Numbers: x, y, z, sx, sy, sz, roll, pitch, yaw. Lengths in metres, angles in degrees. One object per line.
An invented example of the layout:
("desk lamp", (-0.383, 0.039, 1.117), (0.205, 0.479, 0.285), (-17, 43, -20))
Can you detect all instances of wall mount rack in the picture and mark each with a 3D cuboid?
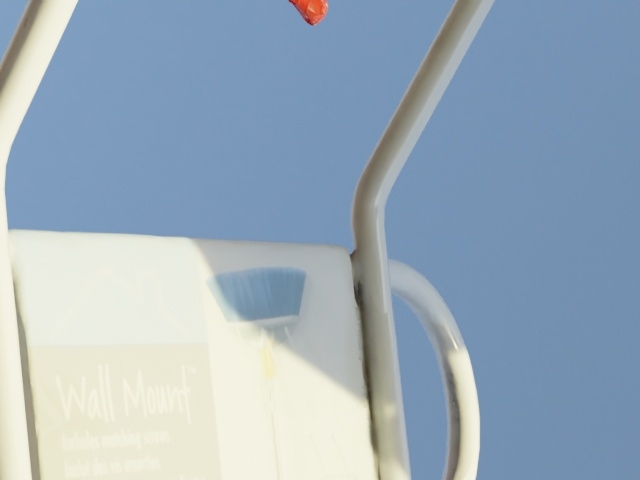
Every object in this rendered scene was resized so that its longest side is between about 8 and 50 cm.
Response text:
("wall mount rack", (0.000, 0.000, 0.580), (0.130, 0.350, 0.304), (-9, -97, 33))

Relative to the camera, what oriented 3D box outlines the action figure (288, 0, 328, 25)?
("action figure", (-0.037, -0.086, 0.389), (0.038, 0.115, 0.030), (-33, -139, 37))
